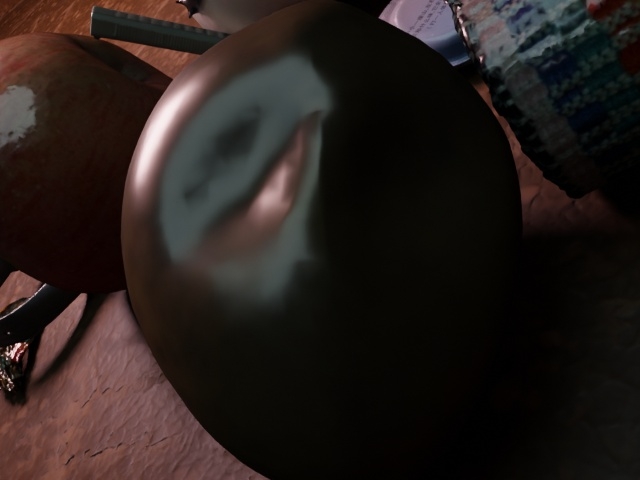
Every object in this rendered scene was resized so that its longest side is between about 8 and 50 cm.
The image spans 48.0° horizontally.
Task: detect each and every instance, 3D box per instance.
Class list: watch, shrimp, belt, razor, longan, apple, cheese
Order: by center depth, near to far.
[{"bbox_3d":[0.000,0.000,0.506,0.289,0.288,0.350,-22,56,29],"label":"longan"},{"bbox_3d":[0.201,-0.177,0.538,0.161,0.207,0.295,-30,33,26],"label":"belt"},{"bbox_3d":[0.153,-0.221,0.741,0.245,0.052,0.135,23,77,41],"label":"cheese"},{"bbox_3d":[-0.278,-0.105,0.839,0.269,0.345,0.345,-46,37,2],"label":"apple"},{"bbox_3d":[-0.133,-0.233,0.867,0.111,0.278,0.056,-105,35,-48],"label":"razor"},{"bbox_3d":[-0.423,0.141,0.981,0.101,0.042,0.190,-36,37,2],"label":"shrimp"},{"bbox_3d":[-0.410,0.051,0.993,0.193,0.068,0.206,-29,39,-5],"label":"watch"}]

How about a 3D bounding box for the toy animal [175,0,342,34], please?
[{"bbox_3d":[-0.042,-0.382,0.926,0.310,0.251,0.251,-43,37,13],"label":"toy animal"}]
